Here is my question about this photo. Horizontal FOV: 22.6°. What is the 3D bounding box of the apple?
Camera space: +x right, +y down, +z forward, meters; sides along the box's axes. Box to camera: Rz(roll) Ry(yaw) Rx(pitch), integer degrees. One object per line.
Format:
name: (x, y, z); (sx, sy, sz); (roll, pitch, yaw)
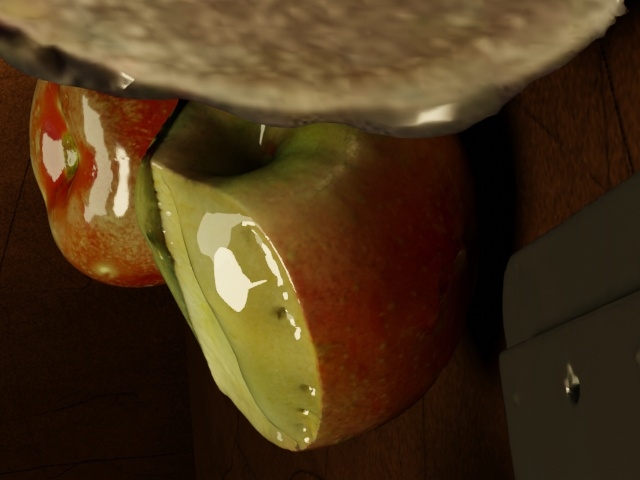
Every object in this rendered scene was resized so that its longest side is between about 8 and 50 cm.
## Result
apple: (0.000, 0.000, 0.838); (0.207, 0.174, 0.188); (-112, -2, -52)

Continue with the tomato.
tomato: (-0.156, -0.091, 1.566); (0.270, 0.223, 0.270); (15, 108, 59)

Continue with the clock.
clock: (0.118, 0.117, 0.559); (0.279, 0.049, 0.273); (127, 137, -76)

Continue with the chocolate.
chocolate: (-0.024, -0.194, 0.578); (0.303, 0.303, 0.213); (106, 176, -67)
